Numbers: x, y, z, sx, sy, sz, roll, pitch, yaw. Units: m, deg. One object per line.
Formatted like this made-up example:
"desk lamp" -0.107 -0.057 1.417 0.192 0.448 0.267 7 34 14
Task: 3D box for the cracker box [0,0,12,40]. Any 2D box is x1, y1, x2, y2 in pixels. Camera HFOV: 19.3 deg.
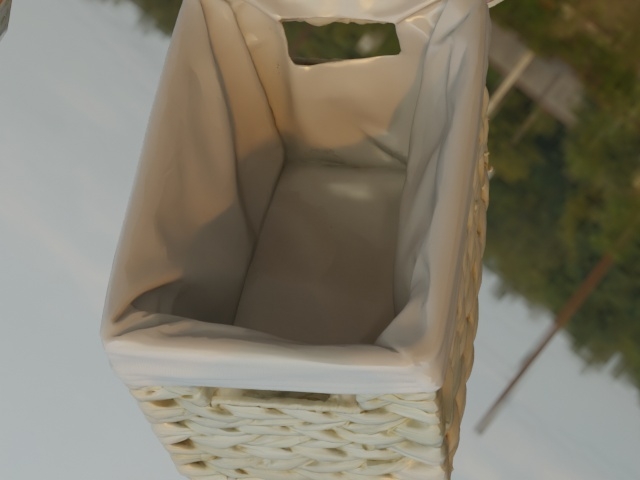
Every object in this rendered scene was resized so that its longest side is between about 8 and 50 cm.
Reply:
"cracker box" -0.304 -0.094 1.126 0.155 0.232 0.067 25 148 0

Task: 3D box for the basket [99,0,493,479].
"basket" 0.000 0.000 0.664 0.113 0.167 0.103 3 143 11

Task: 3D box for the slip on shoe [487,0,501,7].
"slip on shoe" 0.087 -0.276 0.898 0.123 0.331 0.101 9 177 -3
